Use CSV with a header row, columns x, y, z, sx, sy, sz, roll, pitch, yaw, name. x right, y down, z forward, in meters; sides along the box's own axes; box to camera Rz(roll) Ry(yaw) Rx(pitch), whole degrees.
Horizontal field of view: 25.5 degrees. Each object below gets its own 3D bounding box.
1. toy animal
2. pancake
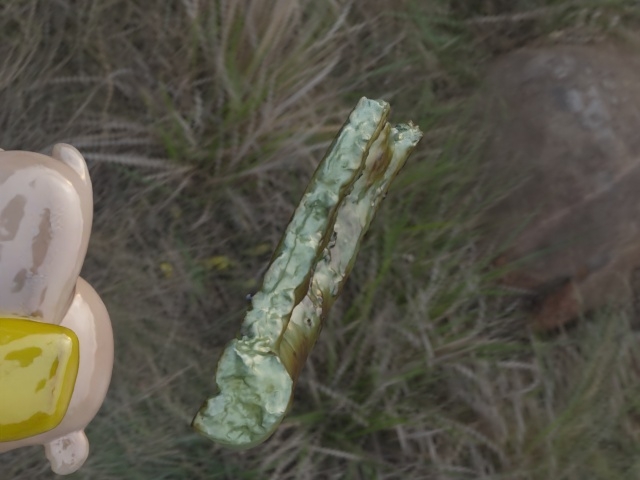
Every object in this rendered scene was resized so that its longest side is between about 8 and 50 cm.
x,y,z,sx,sy,sz,roll,pitch,yaw,name
-0.115,0.028,0.516,0.082,0.091,0.114,39,44,-61,toy animal
0.005,0.003,0.827,0.054,0.197,0.376,23,37,2,pancake
